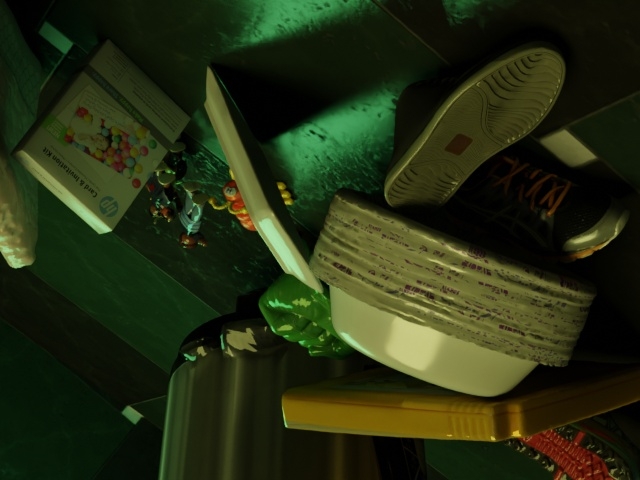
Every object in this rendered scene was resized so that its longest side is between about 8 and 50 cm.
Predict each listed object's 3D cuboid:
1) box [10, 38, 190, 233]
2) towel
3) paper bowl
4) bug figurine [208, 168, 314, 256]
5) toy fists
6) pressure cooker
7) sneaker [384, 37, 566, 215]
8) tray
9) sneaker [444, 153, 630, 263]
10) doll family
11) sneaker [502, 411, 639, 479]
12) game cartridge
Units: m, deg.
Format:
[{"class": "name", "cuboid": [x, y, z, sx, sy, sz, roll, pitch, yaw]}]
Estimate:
[{"class": "box", "cuboid": [-0.259, -0.125, 1.487, 0.145, 0.186, 0.038, 45, 151, -24]}, {"class": "towel", "cuboid": [-0.398, -0.181, 1.456, 0.053, 0.317, 0.332, -10, 146, 4]}, {"class": "paper bowl", "cuboid": [0.125, 0.060, 1.271, 0.284, 0.148, 0.284, 20, -176, -2]}, {"class": "bug figurine", "cuboid": [0.000, 0.000, 1.550, 0.279, 0.072, 0.216, 13, 149, 38]}, {"class": "toy fists", "cuboid": [0.065, 0.088, 1.466, 0.279, 0.096, 0.142, 9, 153, -28]}, {"class": "pressure cooker", "cuboid": [-0.048, 0.282, 1.765, 0.375, 0.420, 0.370, 19, 142, -24]}, {"class": "sneaker", "cuboid": [0.130, -0.132, 1.138, 0.083, 0.118, 0.222, 26, 132, -25]}, {"class": "tray", "cuboid": [-0.072, -0.066, 1.364, 0.145, 0.030, 0.270, 58, -175, -45]}, {"class": "sneaker", "cuboid": [0.198, -0.041, 1.216, 0.215, 0.084, 0.083, 13, 145, 40]}, {"class": "doll family", "cuboid": [-0.197, -0.069, 1.608, 0.111, 0.076, 0.193, 112, 145, -49]}, {"class": "sneaker", "cuboid": [0.303, 0.234, 1.577, 0.262, 0.104, 0.125, 45, -154, 27]}, {"class": "game cartridge", "cuboid": [0.166, 0.174, 1.417, 0.324, 0.052, 0.285, -6, 180, 44]}]
